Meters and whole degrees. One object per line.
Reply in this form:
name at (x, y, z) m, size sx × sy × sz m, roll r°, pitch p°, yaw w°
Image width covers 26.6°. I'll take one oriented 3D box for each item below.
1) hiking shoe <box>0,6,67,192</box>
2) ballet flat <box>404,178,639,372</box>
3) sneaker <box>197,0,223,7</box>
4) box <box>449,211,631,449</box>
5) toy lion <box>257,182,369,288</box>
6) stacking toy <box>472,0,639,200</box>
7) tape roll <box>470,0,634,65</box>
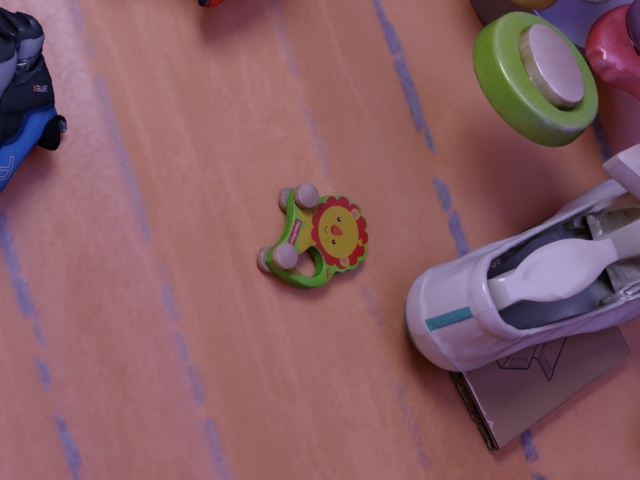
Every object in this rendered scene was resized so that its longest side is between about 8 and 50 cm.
hiking shoe at (-0.297, -0.043, 0.988) m, size 0.304 × 0.113 × 0.132 m, roll -45°, pitch 137°, yaw -31°
ballet flat at (0.259, 0.020, 1.281) m, size 0.400 × 0.139 × 0.139 m, roll -20°, pitch 88°, yaw -34°
sneaker at (-0.179, -0.338, 1.145) m, size 0.350 × 0.131 × 0.148 m, roll 39°, pitch 81°, yaw -7°
box at (0.200, 0.085, 1.319) m, size 0.201 × 0.021 × 0.164 m, roll -29°, pitch 93°, yaw -33°
toy lion at (0.000, 0.000, 1.217) m, size 0.096 × 0.034 × 0.100 m, roll 33°, pitch 63°, yaw -28°
stacking toy at (0.284, -0.197, 1.250) m, size 0.309 × 0.130 × 0.279 m, roll 30°, pitch 48°, yaw -20°
tape roll at (0.253, -0.290, 1.418) m, size 0.219 × 0.072 × 0.219 m, roll 9°, pitch 72°, yaw -29°
